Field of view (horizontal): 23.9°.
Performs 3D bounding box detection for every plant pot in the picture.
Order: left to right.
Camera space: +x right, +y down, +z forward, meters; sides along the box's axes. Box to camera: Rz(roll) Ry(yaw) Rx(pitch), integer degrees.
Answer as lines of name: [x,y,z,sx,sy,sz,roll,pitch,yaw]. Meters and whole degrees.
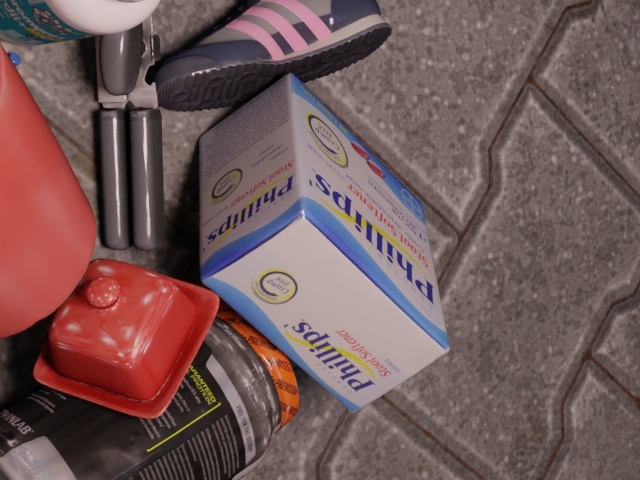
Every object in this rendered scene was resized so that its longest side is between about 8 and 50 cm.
plant pot: [-0.363,-0.043,1.477,0.275,0.275,0.243,-59,143,-19]

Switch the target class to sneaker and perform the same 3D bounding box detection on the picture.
sneaker: [-0.076,-0.248,1.800,0.319,0.112,0.131,-19,75,-30]

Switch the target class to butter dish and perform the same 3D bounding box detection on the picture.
butter dish: [-0.207,0.078,1.532,0.118,0.160,0.160,74,37,-57]

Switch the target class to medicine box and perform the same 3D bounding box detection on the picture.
medicine box: [0.000,0.000,1.727,0.263,0.149,0.289,43,23,-30]

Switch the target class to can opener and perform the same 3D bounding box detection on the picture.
can opener: [-0.221,-0.125,1.683,0.093,0.074,0.280,-27,117,-65]

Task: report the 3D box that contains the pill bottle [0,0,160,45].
pill bottle: [-0.252,-0.280,1.547,0.146,0.264,0.146,-1,92,-36]

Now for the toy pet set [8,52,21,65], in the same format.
toy pet set: [-0.389,-0.173,1.593,0.122,0.065,0.114,37,36,-35]

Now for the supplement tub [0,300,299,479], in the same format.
supplement tub: [-0.200,0.213,1.643,0.338,0.207,0.207,-31,109,-31]
